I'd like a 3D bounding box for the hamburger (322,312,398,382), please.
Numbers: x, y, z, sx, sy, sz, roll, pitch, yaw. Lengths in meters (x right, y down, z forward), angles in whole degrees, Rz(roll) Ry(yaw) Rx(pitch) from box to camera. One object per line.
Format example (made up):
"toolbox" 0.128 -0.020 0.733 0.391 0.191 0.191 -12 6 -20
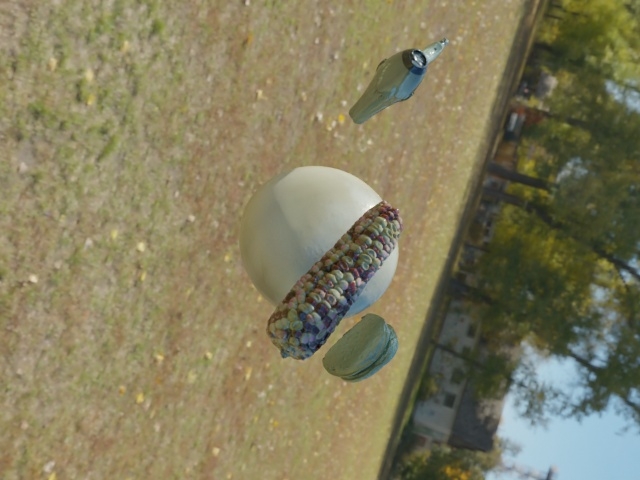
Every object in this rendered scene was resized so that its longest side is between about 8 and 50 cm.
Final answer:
"hamburger" 0.065 0.170 1.189 0.121 0.084 0.054 -36 121 -2

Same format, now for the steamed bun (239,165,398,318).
"steamed bun" 0.000 0.000 1.566 0.206 0.324 0.324 118 -4 -61

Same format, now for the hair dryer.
"hair dryer" 0.147 -0.317 1.587 0.219 0.088 0.225 -37 -175 33

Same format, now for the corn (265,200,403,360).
"corn" 0.026 0.062 1.180 0.280 0.092 0.092 -48 162 -13
